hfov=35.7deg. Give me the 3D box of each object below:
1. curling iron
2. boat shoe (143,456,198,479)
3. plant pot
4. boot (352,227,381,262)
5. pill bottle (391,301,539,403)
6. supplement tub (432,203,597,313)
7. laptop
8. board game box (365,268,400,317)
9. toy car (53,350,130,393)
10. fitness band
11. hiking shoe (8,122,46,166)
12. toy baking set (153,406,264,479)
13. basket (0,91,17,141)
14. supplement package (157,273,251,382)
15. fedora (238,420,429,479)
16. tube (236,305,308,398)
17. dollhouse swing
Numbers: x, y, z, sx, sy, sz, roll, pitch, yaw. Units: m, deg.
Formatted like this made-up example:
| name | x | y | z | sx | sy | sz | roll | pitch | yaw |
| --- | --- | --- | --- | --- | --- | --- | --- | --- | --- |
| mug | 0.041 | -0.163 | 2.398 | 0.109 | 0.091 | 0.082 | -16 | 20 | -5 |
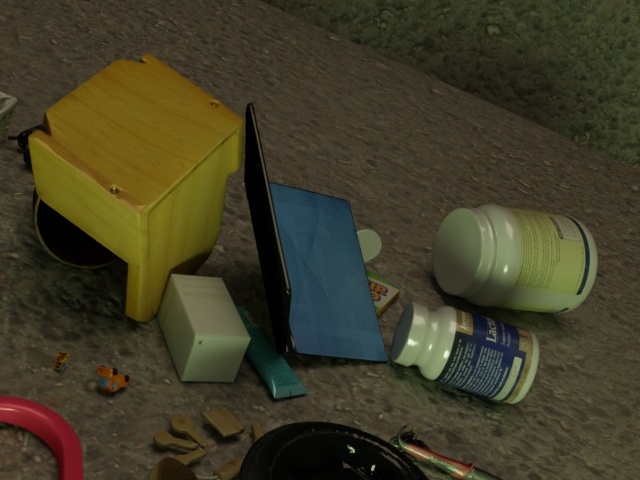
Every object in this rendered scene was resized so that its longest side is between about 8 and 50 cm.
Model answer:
| name | x | y | z | sx | sy | sz | roll | pitch | yaw |
| --- | --- | --- | --- | --- | --- | --- | --- | --- | --- |
| curling iron | 0.252 | 0.395 | 1.746 | 0.274 | 0.035 | 0.068 | 24 | 28 | 3 |
| boat shoe | -0.222 | 0.421 | 1.326 | 0.104 | 0.089 | 0.285 | 40 | 25 | -20 |
| plant pot | -0.471 | -0.088 | 1.936 | 0.215 | 0.216 | 0.230 | 5 | 18 | -29 |
| boot | 0.003 | 0.050 | 2.139 | 0.258 | 0.123 | 0.095 | -19 | 87 | -21 |
| pill bottle | 0.282 | 0.217 | 1.961 | 0.264 | 0.153 | 0.153 | 17 | 28 | -9 |
| supplement tub | 0.448 | 0.042 | 2.300 | 0.324 | 0.236 | 0.235 | 7 | 31 | -26 |
| laptop | 0.000 | 0.000 | 1.861 | 0.236 | 0.408 | 0.382 | -9 | 63 | -9 |
| board game box | 0.077 | 0.122 | 2.113 | 0.124 | 0.039 | 0.259 | 30 | 26 | 14 |
| toy car | -0.376 | 0.221 | 1.625 | 0.122 | 0.060 | 0.041 | 12 | 69 | 17 |
| fitness band | -0.432 | 0.328 | 1.364 | 0.208 | 0.054 | 0.291 | 13 | 30 | -22 |
| hiking shoe | -0.576 | -0.174 | 2.136 | 0.114 | 0.086 | 0.227 | -24 | 45 | -37 |
| toy baking set | -0.154 | 0.354 | 1.541 | 0.196 | 0.030 | 0.256 | 4 | 32 | -26 |
| basket | -0.758 | -0.274 | 2.137 | 0.167 | 0.103 | 0.113 | 21 | 27 | -3 |
| supplement package | -0.211 | 0.155 | 1.766 | 0.105 | 0.105 | 0.179 | 7 | 31 | -28 |
| fedora | 0.015 | 0.409 | 1.425 | 0.333 | 0.153 | 0.334 | 20 | 24 | -9 |
| tube | -0.104 | 0.208 | 1.817 | 0.080 | 0.052 | 0.207 | -7 | 45 | -39 |
| dollhouse swing | -0.338 | -0.087 | 1.798 | 0.315 | 0.305 | 0.347 | 35 | 44 | 3 |
